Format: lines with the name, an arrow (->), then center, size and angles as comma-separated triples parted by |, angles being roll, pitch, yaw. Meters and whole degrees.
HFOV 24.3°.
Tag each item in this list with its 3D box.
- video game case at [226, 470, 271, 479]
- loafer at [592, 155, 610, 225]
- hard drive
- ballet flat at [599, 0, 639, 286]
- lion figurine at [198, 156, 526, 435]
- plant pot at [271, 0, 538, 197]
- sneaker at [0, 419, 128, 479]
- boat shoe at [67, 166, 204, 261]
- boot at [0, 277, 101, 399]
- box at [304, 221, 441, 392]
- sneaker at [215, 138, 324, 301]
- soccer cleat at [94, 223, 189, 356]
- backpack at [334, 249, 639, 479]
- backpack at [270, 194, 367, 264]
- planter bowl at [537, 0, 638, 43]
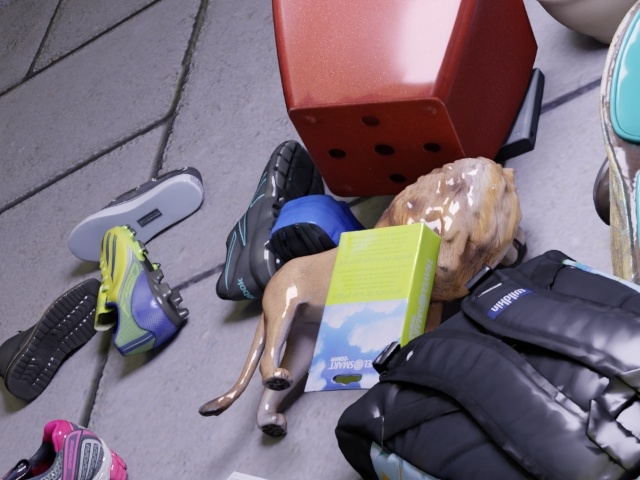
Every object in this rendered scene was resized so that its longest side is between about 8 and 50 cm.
video game case -> -0.087, 0.339, 1.469 | 0.210, 0.042, 0.232 | 2, 44, 50
loafer -> 0.371, -0.089, 1.492 | 0.220, 0.080, 0.078 | -40, 28, 2
hard drive -> 0.223, -0.147, 1.808 | 0.094, 0.022, 0.135 | -21, 34, 32
ballet flat -> 0.320, -0.068, 1.408 | 0.123, 0.123, 0.349 | -16, 60, 37
lion figurine -> 0.038, 0.054, 1.618 | 0.392, 0.142, 0.240 | -16, 51, 25
plant pot -> 0.087, -0.197, 1.714 | 0.267, 0.267, 0.236 | -2, 57, 20
sneaker -> -0.368, 0.342, 1.752 | 0.299, 0.112, 0.121 | -50, 30, -14
boat shoe -> -0.272, -0.045, 2.204 | 0.228, 0.080, 0.076 | -30, 25, 17
boot -> -0.395, 0.127, 2.124 | 0.198, 0.077, 0.137 | -47, 24, -14
box -> 0.053, 0.073, 1.469 | 0.109, 0.042, 0.178 | -8, 58, 38
sneaker -> -0.071, -0.028, 1.917 | 0.106, 0.101, 0.267 | -24, 33, 32
soccer cleat -> -0.271, 0.065, 2.028 | 0.121, 0.093, 0.289 | -36, 30, -3
backpack -> 0.215, 0.162, 1.189 | 0.290, 0.273, 0.355 | -37, 7, -16
backpack -> 0.000, 0.000, 1.771 | 0.098, 0.120, 0.101 | -21, 35, 33
planter bowl -> 0.346, -0.308, 1.792 | 0.162, 0.109, 0.162 | -29, 32, 20
